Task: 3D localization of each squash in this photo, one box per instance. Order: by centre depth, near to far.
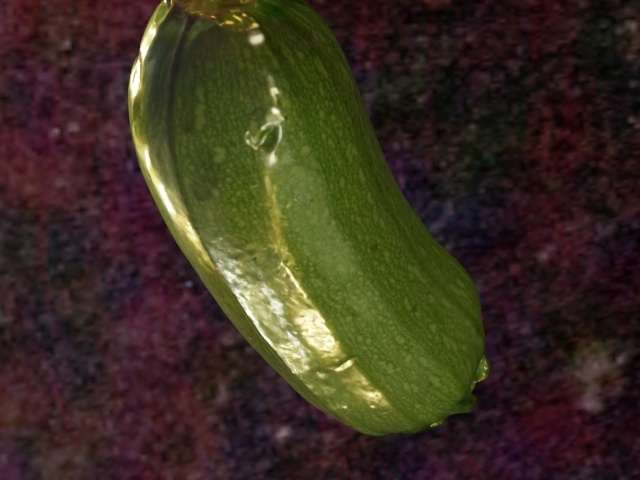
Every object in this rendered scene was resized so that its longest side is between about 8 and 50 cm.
[{"bbox_3d":[0.000,0.000,0.511,0.077,0.219,0.068,-46,47,-9],"label":"squash"}]
